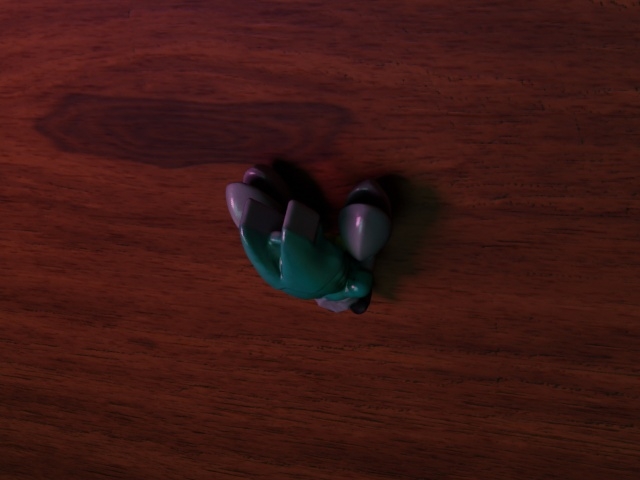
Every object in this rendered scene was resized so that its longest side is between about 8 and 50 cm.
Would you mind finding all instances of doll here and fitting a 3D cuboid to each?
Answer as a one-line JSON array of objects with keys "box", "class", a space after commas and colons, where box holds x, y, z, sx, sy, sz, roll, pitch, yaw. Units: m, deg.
[{"box": [-0.021, -0.003, 1.501, 0.195, 0.153, 0.258, 10, 160, -2], "class": "doll"}]
